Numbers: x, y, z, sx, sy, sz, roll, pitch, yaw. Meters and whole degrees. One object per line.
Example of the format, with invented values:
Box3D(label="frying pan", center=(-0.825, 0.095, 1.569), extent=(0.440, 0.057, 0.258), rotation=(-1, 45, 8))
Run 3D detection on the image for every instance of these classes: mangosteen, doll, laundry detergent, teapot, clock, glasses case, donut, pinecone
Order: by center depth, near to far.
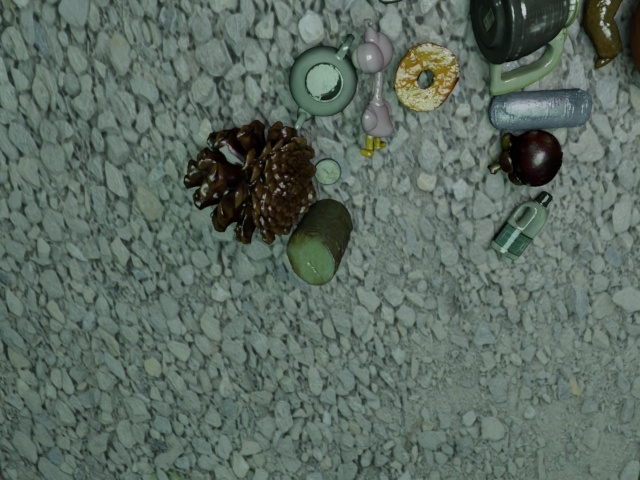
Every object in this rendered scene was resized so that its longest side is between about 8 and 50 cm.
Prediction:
Box3D(label="teapot", center=(0.541, -0.555, 1.516), extent=(0.240, 0.239, 0.321), rotation=(-15, 104, -5))
Box3D(label="doll", center=(0.150, -0.421, 1.626), extent=(0.094, 0.160, 0.365), rotation=(5, 117, 30))
Box3D(label="teapot", center=(0.008, -0.444, 1.640), extent=(0.193, 0.129, 0.294), rotation=(31, 105, -10))
Box3D(label="donut", center=(0.294, -0.460, 1.650), extent=(0.174, 0.074, 0.190), rotation=(12, 115, -2))
Box3D(label="pinecone", center=(-0.221, -0.177, 1.661), extent=(0.385, 0.384, 0.384), rotation=(1, 110, 4))
Box3D(label="glasses case", center=(0.620, -0.370, 1.662), extent=(0.283, 0.067, 0.109), rotation=(-2, 104, 7))
Box3D(label="mangosteen", center=(0.590, -0.238, 1.668), extent=(0.184, 0.172, 0.172), rotation=(27, 111, 15))
Box3D(label="laundry detergent", center=(0.618, -0.051, 1.778), extent=(0.099, 0.070, 0.225), rotation=(32, 110, -1))
Box3D(label="clock", center=(0.022, -0.209, 1.790), extent=(0.085, 0.017, 0.085), rotation=(1, 110, 4))

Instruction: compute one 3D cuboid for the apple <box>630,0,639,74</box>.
Box3D(label="apple", center=(0.961, -0.523, 1.411), extent=(0.392, 0.391, 0.346), rotation=(15, 91, -1))

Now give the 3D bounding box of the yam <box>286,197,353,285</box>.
Box3D(label="yam", center=(0.000, 0.000, 1.730), extent=(0.168, 0.304, 0.167), rotation=(5, 116, 11))

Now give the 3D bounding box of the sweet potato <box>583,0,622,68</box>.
Box3D(label="sweet potato", center=(0.760, -0.610, 1.548), extent=(0.124, 0.098, 0.309), rotation=(14, 118, 13))

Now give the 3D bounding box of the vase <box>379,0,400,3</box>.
Box3D(label="vase", center=(0.207, -0.758, 1.513), extent=(0.301, 0.156, 0.250), rotation=(-20, 105, 5))
